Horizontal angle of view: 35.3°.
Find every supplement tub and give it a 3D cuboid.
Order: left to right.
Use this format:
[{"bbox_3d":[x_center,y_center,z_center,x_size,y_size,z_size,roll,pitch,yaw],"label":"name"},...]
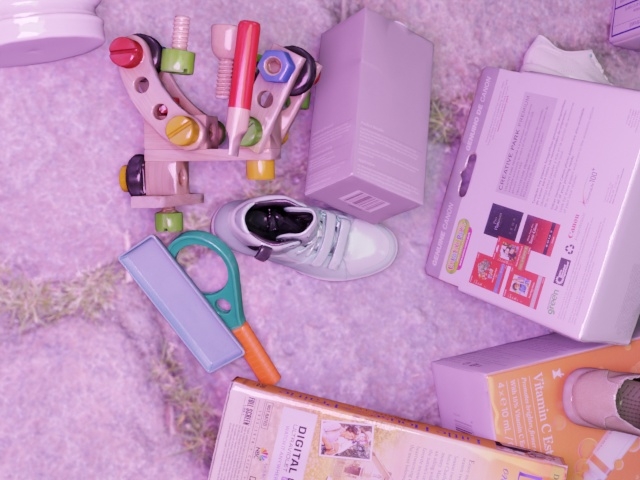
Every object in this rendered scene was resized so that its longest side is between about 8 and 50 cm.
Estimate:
[{"bbox_3d":[-0.353,-0.347,1.139,0.191,0.191,0.272,-11,92,-18],"label":"supplement tub"}]

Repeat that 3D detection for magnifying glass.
[{"bbox_3d":[-0.118,0.089,1.281,0.092,0.026,0.231,-22,107,25],"label":"magnifying glass"}]

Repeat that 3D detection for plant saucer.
[{"bbox_3d":[-0.173,0.079,1.267,0.067,0.018,0.192,-31,101,29],"label":"plant saucer"}]

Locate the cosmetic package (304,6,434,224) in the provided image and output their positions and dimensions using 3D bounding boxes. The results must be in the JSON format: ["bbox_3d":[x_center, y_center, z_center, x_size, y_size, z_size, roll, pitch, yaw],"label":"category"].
[{"bbox_3d":[0.064,-0.158,1.275,0.127,0.107,0.237,22,62,-33],"label":"cosmetic package"}]

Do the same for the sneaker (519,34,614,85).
[{"bbox_3d":[0.388,-0.225,1.442,0.212,0.080,0.094,26,70,-15],"label":"sneaker"}]

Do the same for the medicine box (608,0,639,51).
[{"bbox_3d":[0.585,-0.412,1.464,0.264,0.149,0.289,9,87,-18],"label":"medicine box"}]

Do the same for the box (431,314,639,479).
[{"bbox_3d":[0.354,0.241,1.373,0.345,0.168,0.214,-11,93,-18],"label":"box"}]

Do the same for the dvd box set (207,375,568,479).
[{"bbox_3d":[0.060,0.364,1.235,0.421,0.062,0.307,13,94,5],"label":"dvd box set"}]

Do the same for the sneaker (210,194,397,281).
[{"bbox_3d":[-0.001,0.000,1.271,0.256,0.151,0.094,8,85,-19],"label":"sneaker"}]

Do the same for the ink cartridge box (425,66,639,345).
[{"bbox_3d":[0.309,-0.054,1.323,0.130,0.272,0.309,9,100,-44],"label":"ink cartridge box"}]

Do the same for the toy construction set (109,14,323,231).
[{"bbox_3d":[-0.126,-0.119,1.168,0.258,0.309,0.237,6,92,-10],"label":"toy construction set"}]

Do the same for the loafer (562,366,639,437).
[{"bbox_3d":[0.438,0.213,1.263,0.269,0.092,0.101,5,88,-18],"label":"loafer"}]
